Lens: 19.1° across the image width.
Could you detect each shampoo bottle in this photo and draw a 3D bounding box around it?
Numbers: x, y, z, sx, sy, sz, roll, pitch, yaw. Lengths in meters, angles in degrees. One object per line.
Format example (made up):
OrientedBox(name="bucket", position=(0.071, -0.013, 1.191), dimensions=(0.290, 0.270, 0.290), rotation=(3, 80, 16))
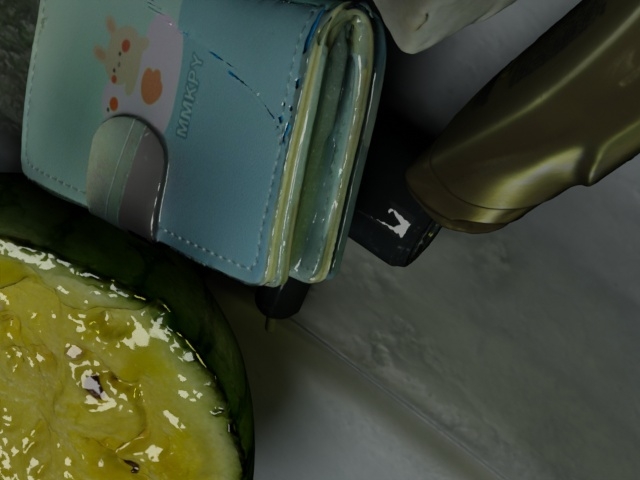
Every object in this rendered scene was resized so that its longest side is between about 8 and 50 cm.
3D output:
OrientedBox(name="shampoo bottle", position=(0.154, -0.088, 0.967), dimensions=(0.084, 0.125, 0.350), rotation=(48, 148, -1))

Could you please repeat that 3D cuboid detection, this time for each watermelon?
OrientedBox(name="watermelon", position=(-0.184, 0.072, 1.289), dimensions=(0.330, 0.189, 0.331), rotation=(6, 135, 6))

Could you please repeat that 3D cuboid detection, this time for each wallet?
OrientedBox(name="wallet", position=(-0.078, -0.082, 1.111), dimensions=(0.250, 0.075, 0.176), rotation=(24, 110, 43))

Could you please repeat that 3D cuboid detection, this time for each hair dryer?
OrientedBox(name="hair dryer", position=(0.000, 0.000, 1.204), dimensions=(0.124, 0.071, 0.219), rotation=(37, 141, 8))

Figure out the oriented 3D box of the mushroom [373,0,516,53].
OrientedBox(name="mushroom", position=(0.128, -0.196, 0.953), dimensions=(0.270, 0.103, 0.118), rotation=(-24, 109, 37))
